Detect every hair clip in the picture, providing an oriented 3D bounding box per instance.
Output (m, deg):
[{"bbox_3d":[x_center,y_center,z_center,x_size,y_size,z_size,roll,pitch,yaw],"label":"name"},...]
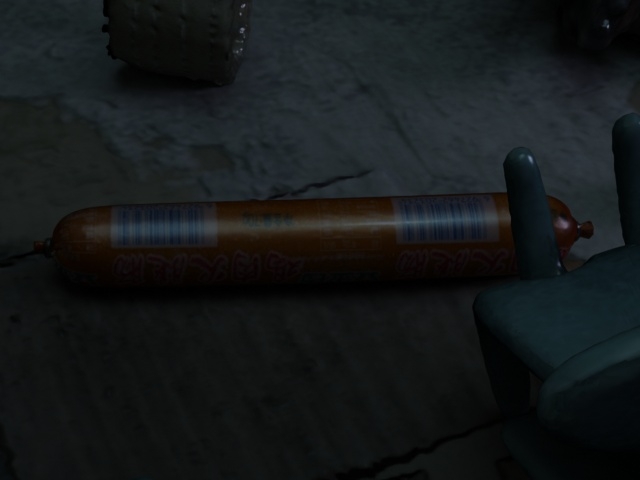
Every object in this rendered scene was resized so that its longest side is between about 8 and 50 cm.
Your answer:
[{"bbox_3d":[0.240,0.055,0.714,0.318,0.392,0.238,-18,36,1],"label":"hair clip"}]

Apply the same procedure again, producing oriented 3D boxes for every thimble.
[{"bbox_3d":[-0.096,-0.168,1.025,0.090,0.115,0.102,9,42,3],"label":"thimble"}]

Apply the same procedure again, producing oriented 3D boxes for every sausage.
[{"bbox_3d":[0.000,0.000,0.907,0.348,0.053,0.053,-2,45,-7],"label":"sausage"}]

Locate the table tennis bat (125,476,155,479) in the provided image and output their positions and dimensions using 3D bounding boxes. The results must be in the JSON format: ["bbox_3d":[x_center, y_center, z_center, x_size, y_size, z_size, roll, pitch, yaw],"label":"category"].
[{"bbox_3d":[-0.048,0.213,0.701,0.153,0.040,0.244,-18,53,-23],"label":"table tennis bat"}]

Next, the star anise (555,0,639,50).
[{"bbox_3d":[0.250,-0.227,1.122,0.359,0.139,0.316,24,53,-3],"label":"star anise"}]
